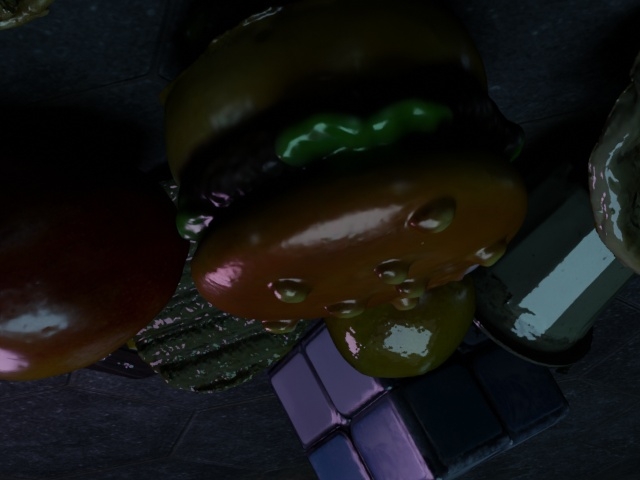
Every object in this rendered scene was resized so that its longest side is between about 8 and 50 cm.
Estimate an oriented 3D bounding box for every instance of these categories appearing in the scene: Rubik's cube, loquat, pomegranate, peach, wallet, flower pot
[{"bbox_3d":[0.152,0.245,1.688,0.313,0.318,0.316,-18,163,-36],"label":"Rubik's cube"},{"bbox_3d":[0.098,0.056,1.361,0.213,0.246,0.213,3,-165,-1],"label":"loquat"},{"bbox_3d":[-0.099,-0.217,1.081,0.084,0.073,0.073,-31,151,1],"label":"pomegranate"},{"bbox_3d":[-0.322,0.022,1.238,0.332,0.308,0.308,-11,153,-5],"label":"peach"},{"bbox_3d":[-0.362,0.193,1.825,0.182,0.049,0.229,-26,147,37],"label":"wallet"},{"bbox_3d":[0.337,-0.001,1.455,0.290,0.290,0.259,9,135,-31],"label":"flower pot"}]

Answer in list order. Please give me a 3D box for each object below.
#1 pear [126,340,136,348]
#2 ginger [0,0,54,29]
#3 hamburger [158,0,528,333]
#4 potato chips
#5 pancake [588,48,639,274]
[{"bbox_3d":[-0.248,0.132,1.681,0.141,0.104,0.141,8,171,1],"label":"pear"},{"bbox_3d":[-0.329,-0.250,0.964,0.193,0.052,0.176,10,142,-33],"label":"ginger"},{"bbox_3d":[0.029,-0.057,1.126,0.395,0.277,0.396,-14,165,-4],"label":"hamburger"},{"bbox_3d":[-0.169,0.061,1.474,0.429,0.070,0.358,-24,122,29],"label":"potato chips"},{"bbox_3d":[0.484,-0.114,1.258,0.387,0.082,0.387,-13,120,-25],"label":"pancake"}]
